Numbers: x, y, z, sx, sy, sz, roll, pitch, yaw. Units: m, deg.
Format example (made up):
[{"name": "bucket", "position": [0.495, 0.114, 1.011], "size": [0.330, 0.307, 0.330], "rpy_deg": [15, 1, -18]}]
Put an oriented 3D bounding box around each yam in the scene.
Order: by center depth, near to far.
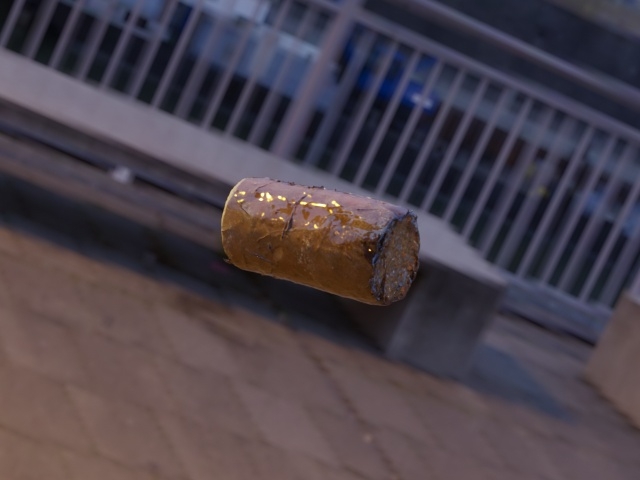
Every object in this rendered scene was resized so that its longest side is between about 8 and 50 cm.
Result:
[{"name": "yam", "position": [0.001, 0.000, 1.418], "size": [0.141, 0.079, 0.079], "rpy_deg": [13, 3, 31]}]
